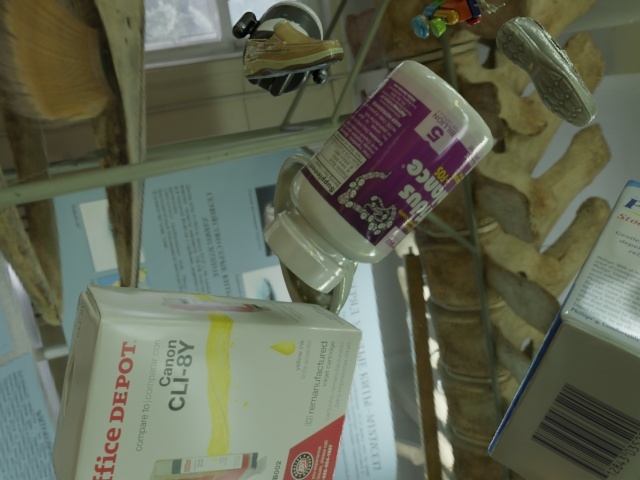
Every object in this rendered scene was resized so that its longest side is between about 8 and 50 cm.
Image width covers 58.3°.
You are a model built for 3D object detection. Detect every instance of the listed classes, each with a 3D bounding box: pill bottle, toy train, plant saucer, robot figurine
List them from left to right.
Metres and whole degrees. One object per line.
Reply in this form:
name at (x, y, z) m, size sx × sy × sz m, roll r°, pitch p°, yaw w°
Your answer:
robot figurine at (-0.092, -0.472, 1.416) m, size 0.209 × 0.174 × 0.278 m, roll 60°, pitch 32°, yaw -37°
plant saucer at (0.000, 0.000, 1.315) m, size 0.400 × 0.101 × 0.399 m, roll 172°, pitch -90°, yaw -69°
pill bottle at (0.068, -0.076, 0.772) m, size 0.169 × 0.301 × 0.169 m, roll 42°, pitch 9°, yaw -8°
toy train at (0.349, -0.588, 1.502) m, size 0.105 × 0.143 × 0.248 m, roll 56°, pitch -4°, yaw -31°

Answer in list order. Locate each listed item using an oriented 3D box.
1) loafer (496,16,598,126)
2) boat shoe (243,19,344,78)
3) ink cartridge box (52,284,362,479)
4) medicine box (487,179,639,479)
loafer at (0.559, -0.414, 1.378) m, size 0.319 × 0.112 × 0.112 m, roll 56°, pitch -20°, yaw 10°
boat shoe at (-0.047, -0.271, 0.802) m, size 0.190 × 0.068 × 0.072 m, roll 7°, pitch -72°, yaw 43°
ink cartridge box at (-0.160, 0.231, 0.839) m, size 0.160 × 0.385 × 0.278 m, roll 21°, pitch -79°, yaw 60°
medicine box at (0.346, 0.121, 0.665) m, size 0.149 × 0.289 × 0.263 m, roll 27°, pitch -44°, yaw 23°
